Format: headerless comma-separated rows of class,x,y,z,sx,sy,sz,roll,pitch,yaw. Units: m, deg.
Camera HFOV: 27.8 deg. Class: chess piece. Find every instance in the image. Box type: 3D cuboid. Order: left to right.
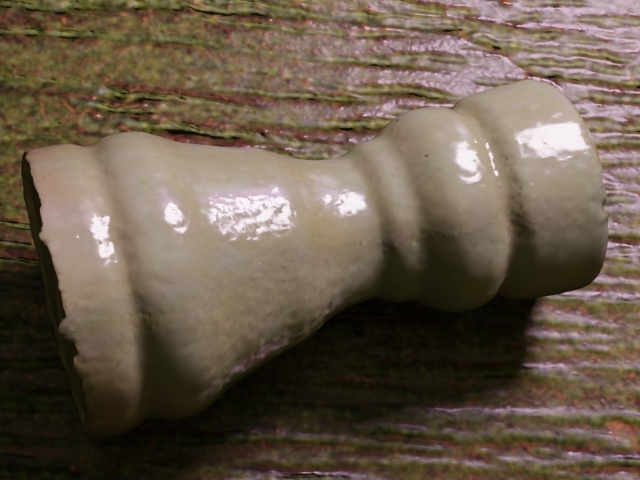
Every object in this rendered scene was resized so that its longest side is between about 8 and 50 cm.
chess piece,0.000,0.000,1.036,0.442,0.234,0.234,-12,73,-15
